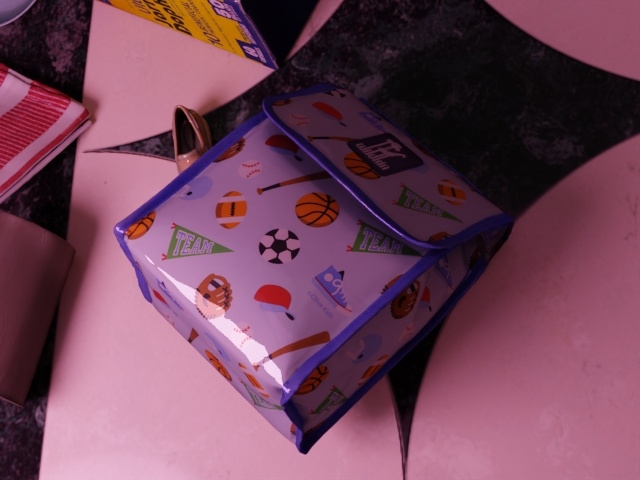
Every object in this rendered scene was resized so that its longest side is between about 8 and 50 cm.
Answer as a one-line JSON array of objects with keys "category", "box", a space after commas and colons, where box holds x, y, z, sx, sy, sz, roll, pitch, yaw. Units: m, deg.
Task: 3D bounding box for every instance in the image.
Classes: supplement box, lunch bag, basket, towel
[{"category": "supplement box", "box": [-0.190, -0.424, 1.475, 0.357, 0.194, 0.195, 24, 79, 22]}, {"category": "lunch bag", "box": [0.000, 0.000, 1.265, 0.385, 0.239, 0.328, -39, 65, -18]}, {"category": "basket", "box": [-0.446, 0.086, 1.395, 0.204, 0.154, 0.227, 18, 73, 18]}, {"category": "towel", "box": [-0.538, -0.183, 1.523, 0.329, 0.037, 0.237, 27, 58, 21]}]

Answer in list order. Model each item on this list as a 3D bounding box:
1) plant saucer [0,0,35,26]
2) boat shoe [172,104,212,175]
[{"category": "plant saucer", "box": [-0.523, -0.485, 1.558, 0.318, 0.044, 0.317, 6, 105, 22]}, {"category": "boat shoe", "box": [-0.177, -0.103, 1.426, 0.068, 0.072, 0.190, -24, 67, 6]}]
